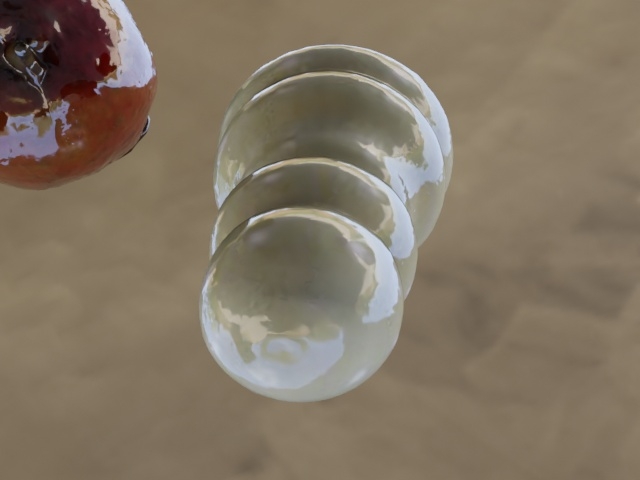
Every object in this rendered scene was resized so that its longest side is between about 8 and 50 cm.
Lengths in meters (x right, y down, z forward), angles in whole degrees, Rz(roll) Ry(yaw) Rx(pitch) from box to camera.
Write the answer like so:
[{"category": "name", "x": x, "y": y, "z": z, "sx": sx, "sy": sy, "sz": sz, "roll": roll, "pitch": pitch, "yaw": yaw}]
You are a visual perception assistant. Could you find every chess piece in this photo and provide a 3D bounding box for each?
[{"category": "chess piece", "x": 0.000, "y": 0.000, "z": 1.253, "sx": 0.167, "sy": 0.167, "sz": 0.299, "roll": -10, "pitch": -154, "yaw": 10}]

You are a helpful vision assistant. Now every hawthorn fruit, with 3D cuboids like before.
[{"category": "hawthorn fruit", "x": -0.243, "y": -0.136, "z": 1.601, "sx": 0.215, "sy": 0.215, "sz": 0.250, "roll": -21, "pitch": -175, "yaw": -4}]
